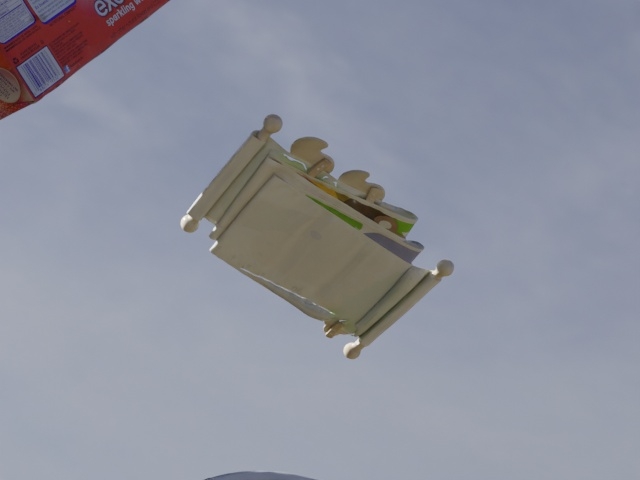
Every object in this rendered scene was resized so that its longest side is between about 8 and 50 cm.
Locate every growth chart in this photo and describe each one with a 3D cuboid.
[{"bbox_3d":[0.000,0.000,1.410,0.237,0.021,0.172,37,-56,-22],"label":"growth chart"}]

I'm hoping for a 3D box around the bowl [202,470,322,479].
[{"bbox_3d":[-0.035,0.285,0.781,0.311,0.311,0.163,29,-48,-29],"label":"bowl"}]

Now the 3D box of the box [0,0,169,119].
[{"bbox_3d":[-0.234,-0.207,1.366,0.122,0.257,0.128,-19,-70,41],"label":"box"}]
